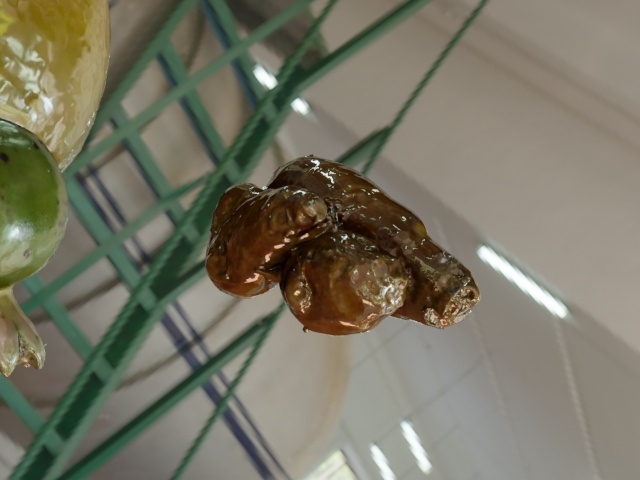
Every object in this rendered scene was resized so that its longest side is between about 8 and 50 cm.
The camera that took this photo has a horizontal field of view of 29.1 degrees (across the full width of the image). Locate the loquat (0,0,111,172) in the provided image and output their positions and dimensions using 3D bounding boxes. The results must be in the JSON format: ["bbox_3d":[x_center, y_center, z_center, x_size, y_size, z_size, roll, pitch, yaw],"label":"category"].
[{"bbox_3d":[-0.291,-0.162,0.900,0.276,0.276,0.284,136,-63,-78],"label":"loquat"}]

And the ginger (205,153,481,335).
[{"bbox_3d":[0.000,0.000,0.629,0.162,0.103,0.073,28,-56,48],"label":"ginger"}]

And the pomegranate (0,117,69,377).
[{"bbox_3d":[-0.182,0.003,0.631,0.114,0.114,0.142,-179,-105,-75],"label":"pomegranate"}]
